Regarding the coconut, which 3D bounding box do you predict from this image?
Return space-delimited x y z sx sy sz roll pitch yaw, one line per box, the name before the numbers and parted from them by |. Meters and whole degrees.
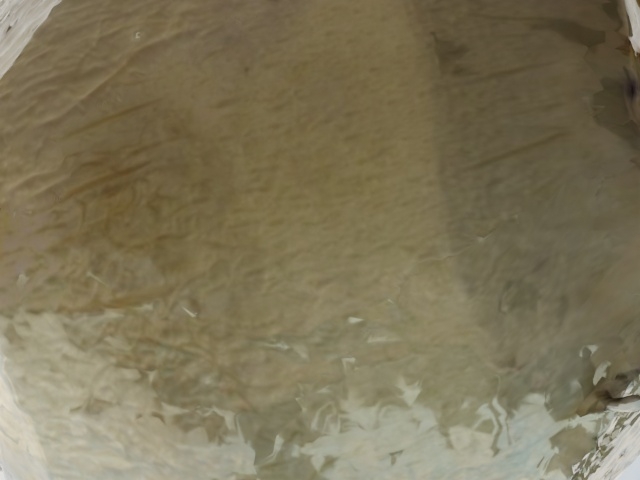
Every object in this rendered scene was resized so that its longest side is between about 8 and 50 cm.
coconut | 0.000 0.000 0.800 0.360 0.346 0.346 -16 -145 20
